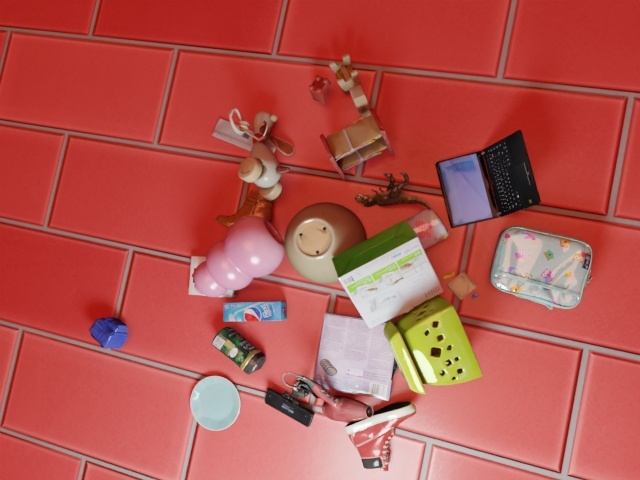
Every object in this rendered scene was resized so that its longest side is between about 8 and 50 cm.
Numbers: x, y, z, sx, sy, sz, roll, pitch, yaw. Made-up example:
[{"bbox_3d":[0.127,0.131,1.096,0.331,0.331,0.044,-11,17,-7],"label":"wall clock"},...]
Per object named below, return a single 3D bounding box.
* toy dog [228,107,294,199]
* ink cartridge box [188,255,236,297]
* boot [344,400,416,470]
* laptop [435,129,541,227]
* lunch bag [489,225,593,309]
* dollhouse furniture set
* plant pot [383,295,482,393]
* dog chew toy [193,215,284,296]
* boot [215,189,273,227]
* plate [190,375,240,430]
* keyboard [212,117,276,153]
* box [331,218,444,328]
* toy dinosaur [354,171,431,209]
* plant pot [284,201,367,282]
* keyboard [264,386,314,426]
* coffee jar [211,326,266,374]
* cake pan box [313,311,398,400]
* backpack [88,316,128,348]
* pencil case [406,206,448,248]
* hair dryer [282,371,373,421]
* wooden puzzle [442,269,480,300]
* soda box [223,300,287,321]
[{"bbox_3d":[-0.171,-0.311,1.690,0.161,0.220,0.333,-14,81,27],"label":"toy dog"},{"bbox_3d":[-0.384,0.131,1.791,0.180,0.045,0.145,1,85,22],"label":"ink cartridge box"},{"bbox_3d":[0.221,0.627,1.581,0.244,0.088,0.176,-30,79,17],"label":"boot"},{"bbox_3d":[0.518,-0.186,1.563,0.137,0.264,0.234,-9,82,-25],"label":"laptop"},{"bbox_3d":[0.672,0.086,1.517,0.280,0.108,0.223,15,88,14],"label":"lunch bag"},{"bbox_3d":[0.085,-0.423,1.700,0.202,0.152,0.373,-25,63,10],"label":"dollhouse furniture set"},{"bbox_3d":[0.318,0.313,1.485,0.207,0.227,0.228,-24,92,0],"label":"plant pot"},{"bbox_3d":[-0.284,0.068,1.655,0.332,0.207,0.206,-36,78,10],"label":"dog chew toy"},{"bbox_3d":[-0.266,-0.108,1.768,0.197,0.073,0.152,13,89,1],"label":"boot"},{"bbox_3d":[-0.367,0.570,1.748,0.188,0.024,0.188,-1,84,13],"label":"plate"},{"bbox_3d":[-0.277,-0.375,1.826,0.256,0.014,0.072,24,85,13],"label":"keyboard"},{"bbox_3d":[0.206,0.107,1.518,0.262,0.126,0.231,-29,120,6],"label":"box"},{"bbox_3d":[0.246,-0.165,1.645,0.268,0.064,0.118,5,90,33],"label":"toy dinosaur"},{"bbox_3d":[0.000,0.000,1.635,0.285,0.191,0.283,-1,84,13],"label":"plant pot"},{"bbox_3d":[-0.104,0.551,1.671,0.180,0.023,0.108,24,128,13],"label":"keyboard"},{"bbox_3d":[-0.278,0.380,1.709,0.184,0.096,0.079,36,96,13],"label":"coffee jar"},{"bbox_3d":[0.125,0.376,1.634,0.267,0.070,0.245,7,88,13],"label":"cake pan box"},{"bbox_3d":[-0.777,0.332,1.828,0.120,0.098,0.101,28,82,26],"label":"backpack"},{"bbox_3d":[0.276,0.006,1.612,0.273,0.113,0.124,-33,95,8],"label":"pencil case"},{"bbox_3d":[0.022,0.510,1.570,0.294,0.223,0.080,13,64,12],"label":"hair dryer"},{"bbox_3d":[0.457,0.146,1.609,0.079,0.014,0.116,-35,78,12],"label":"wooden puzzle"},{"bbox_3d":[-0.226,0.245,1.722,0.210,0.071,0.067,-3,84,12],"label":"soda box"}]
